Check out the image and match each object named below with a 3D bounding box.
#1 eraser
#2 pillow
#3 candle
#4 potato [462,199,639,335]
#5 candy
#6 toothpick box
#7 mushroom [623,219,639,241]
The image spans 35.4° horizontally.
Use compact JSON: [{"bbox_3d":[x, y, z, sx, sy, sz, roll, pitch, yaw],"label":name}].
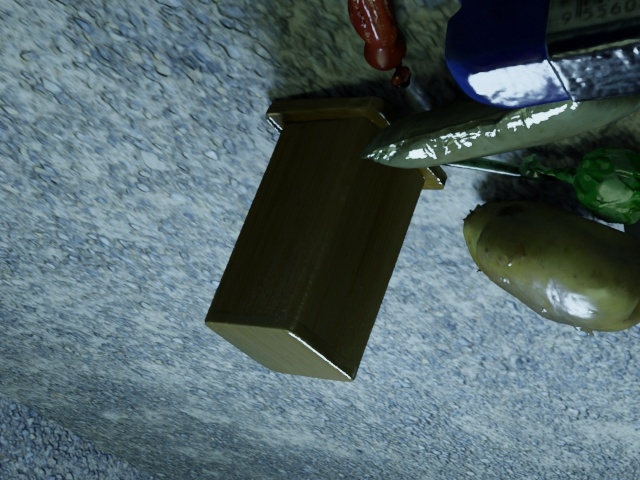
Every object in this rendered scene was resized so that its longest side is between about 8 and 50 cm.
[{"bbox_3d":[0.281,-0.208,0.898,0.332,0.155,0.101,-5,148,35],"label":"eraser"},{"bbox_3d":[0.209,-0.135,1.103,0.302,0.075,0.185,-12,-179,42],"label":"pillow"},{"bbox_3d":[0.040,-0.274,1.017,0.051,0.048,0.329,-7,147,12],"label":"candle"},{"bbox_3d":[0.298,0.027,1.282,0.191,0.141,0.296,20,-172,-37],"label":"potato"},{"bbox_3d":[0.251,-0.089,1.240,0.323,0.097,0.097,12,154,22],"label":"candy"},{"bbox_3d":[0.000,0.000,1.239,0.190,0.308,0.187,3,152,39],"label":"toothpick box"},{"bbox_3d":[0.553,0.055,1.309,0.328,0.159,0.122,22,130,-26],"label":"mushroom"}]
